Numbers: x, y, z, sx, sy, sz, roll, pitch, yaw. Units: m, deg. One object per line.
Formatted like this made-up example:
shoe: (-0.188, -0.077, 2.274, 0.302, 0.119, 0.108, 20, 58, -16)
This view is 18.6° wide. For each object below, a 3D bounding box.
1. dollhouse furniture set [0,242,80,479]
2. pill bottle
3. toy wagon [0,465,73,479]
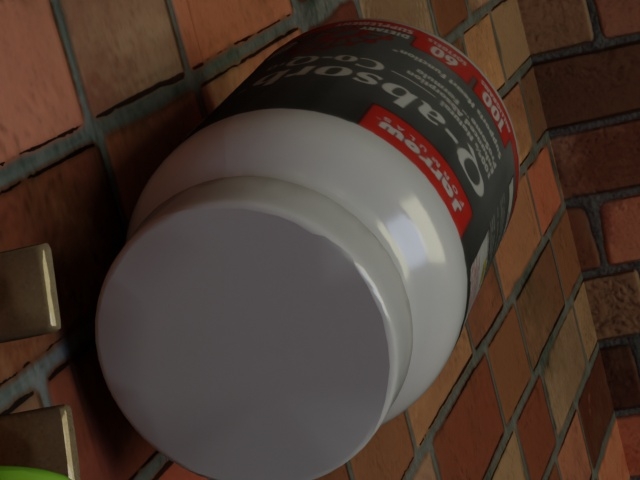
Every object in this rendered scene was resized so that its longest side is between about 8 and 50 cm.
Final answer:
dollhouse furniture set: (-0.169, 0.098, 0.756, 0.262, 0.135, 0.259, 18, 62, -70)
pill bottle: (0.000, 0.000, 1.221, 0.363, 0.210, 0.210, -57, 133, -66)
toy wagon: (-0.112, 0.198, 0.601, 0.344, 0.068, 0.267, 25, 57, -50)
